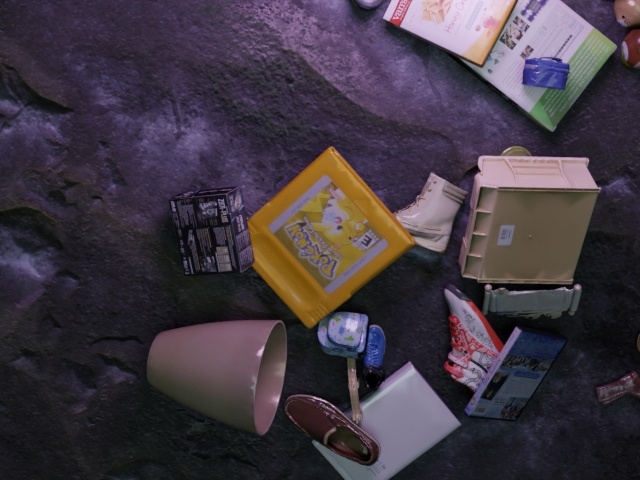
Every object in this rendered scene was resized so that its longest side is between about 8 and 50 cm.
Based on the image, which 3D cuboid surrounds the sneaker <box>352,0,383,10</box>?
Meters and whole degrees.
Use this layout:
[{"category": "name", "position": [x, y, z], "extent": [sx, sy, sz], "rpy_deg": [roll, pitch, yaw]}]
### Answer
[{"category": "sneaker", "position": [0.130, -0.628, 1.671], "extent": [0.111, 0.121, 0.300], "rpy_deg": [14, 102, -6]}]

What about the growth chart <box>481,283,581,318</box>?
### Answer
[{"category": "growth chart", "position": [0.486, 0.144, 1.867], "extent": [0.237, 0.172, 0.021], "rpy_deg": [-1, 61, 0]}]

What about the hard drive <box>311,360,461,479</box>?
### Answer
[{"category": "hard drive", "position": [0.160, 0.463, 1.964], "extent": [0.307, 0.040, 0.203], "rpy_deg": [-39, 102, 5]}]

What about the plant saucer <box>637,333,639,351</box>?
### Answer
[{"category": "plant saucer", "position": [0.809, 0.243, 1.965], "extent": [0.083, 0.015, 0.083], "rpy_deg": [-1, 103, -4]}]

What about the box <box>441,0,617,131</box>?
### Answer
[{"category": "box", "position": [0.452, -0.426, 1.772], "extent": [0.322, 0.058, 0.232], "rpy_deg": [36, 99, -9]}]

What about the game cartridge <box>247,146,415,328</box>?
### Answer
[{"category": "game cartridge", "position": [0.000, 0.000, 1.799], "extent": [0.323, 0.053, 0.285], "rpy_deg": [-41, 95, 17]}]

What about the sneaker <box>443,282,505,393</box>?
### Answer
[{"category": "sneaker", "position": [0.336, 0.240, 1.895], "extent": [0.145, 0.090, 0.270], "rpy_deg": [-38, 106, -1]}]

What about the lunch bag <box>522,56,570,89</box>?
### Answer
[{"category": "lunch bag", "position": [0.485, -0.359, 1.724], "extent": [0.098, 0.067, 0.065], "rpy_deg": [5, 104, -6]}]

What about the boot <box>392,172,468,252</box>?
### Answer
[{"category": "boot", "position": [0.214, -0.080, 1.827], "extent": [0.213, 0.077, 0.165], "rpy_deg": [21, 99, -9]}]

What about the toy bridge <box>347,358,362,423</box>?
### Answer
[{"category": "toy bridge", "position": [0.079, 0.336, 1.897], "extent": [0.026, 0.063, 0.188], "rpy_deg": [-5, 90, 7]}]

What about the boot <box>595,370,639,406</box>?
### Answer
[{"category": "boot", "position": [0.741, 0.388, 1.983], "extent": [0.114, 0.037, 0.106], "rpy_deg": [-27, 90, 0]}]

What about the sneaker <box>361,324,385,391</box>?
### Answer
[{"category": "sneaker", "position": [0.126, 0.280, 1.897], "extent": [0.058, 0.084, 0.152], "rpy_deg": [6, 102, -5]}]

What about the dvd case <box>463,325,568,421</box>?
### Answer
[{"category": "dvd case", "position": [0.462, 0.319, 1.903], "extent": [0.180, 0.022, 0.253], "rpy_deg": [14, 112, -36]}]

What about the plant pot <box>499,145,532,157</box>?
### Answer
[{"category": "plant pot", "position": [0.450, -0.166, 1.818], "extent": [0.083, 0.079, 0.083], "rpy_deg": [-1, 103, -3]}]

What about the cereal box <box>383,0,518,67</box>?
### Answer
[{"category": "cereal box", "position": [0.276, -0.494, 1.706], "extent": [0.240, 0.047, 0.173], "rpy_deg": [28, 98, 12]}]

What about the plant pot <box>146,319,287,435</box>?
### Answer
[{"category": "plant pot", "position": [-0.239, 0.286, 1.814], "extent": [0.273, 0.256, 0.257], "rpy_deg": [8, 103, 11]}]

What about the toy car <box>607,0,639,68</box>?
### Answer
[{"category": "toy car", "position": [0.667, -0.477, 1.730], "extent": [0.188, 0.155, 0.149], "rpy_deg": [40, 98, -1]}]

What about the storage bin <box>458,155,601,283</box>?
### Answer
[{"category": "storage bin", "position": [0.448, -0.042, 1.778], "extent": [0.260, 0.123, 0.262], "rpy_deg": [1, 127, -3]}]

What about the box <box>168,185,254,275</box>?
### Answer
[{"category": "box", "position": [-0.240, -0.020, 1.787], "extent": [0.147, 0.077, 0.180], "rpy_deg": [-5, 104, 21]}]

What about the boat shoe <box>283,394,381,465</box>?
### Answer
[{"category": "boat shoe", "position": [0.024, 0.441, 1.889], "extent": [0.257, 0.095, 0.095], "rpy_deg": [26, 91, 11]}]

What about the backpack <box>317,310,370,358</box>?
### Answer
[{"category": "backpack", "position": [0.051, 0.212, 1.864], "extent": [0.114, 0.084, 0.105], "rpy_deg": [4, 63, 12]}]
